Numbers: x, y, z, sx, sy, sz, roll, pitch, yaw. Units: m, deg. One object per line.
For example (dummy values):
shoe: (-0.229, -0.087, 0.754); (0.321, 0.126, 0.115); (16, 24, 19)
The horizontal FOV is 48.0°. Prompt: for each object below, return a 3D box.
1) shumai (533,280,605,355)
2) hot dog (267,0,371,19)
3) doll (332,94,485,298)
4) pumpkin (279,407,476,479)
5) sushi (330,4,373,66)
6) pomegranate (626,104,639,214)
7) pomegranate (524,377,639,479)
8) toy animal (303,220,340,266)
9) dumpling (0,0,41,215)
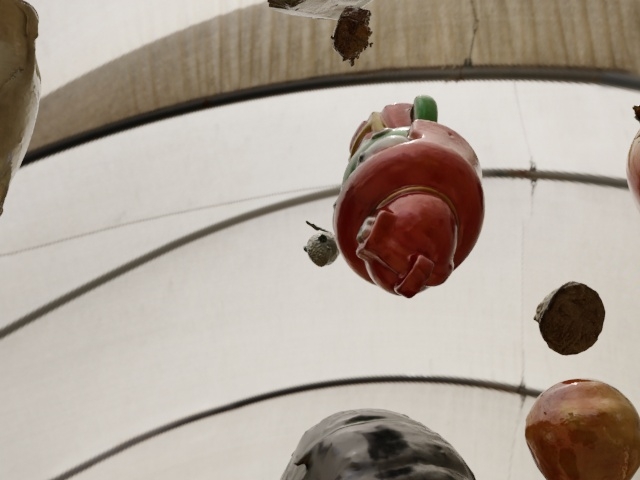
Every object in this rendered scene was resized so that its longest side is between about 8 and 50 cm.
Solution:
shumai: (0.488, 0.142, 1.414); (0.123, 0.105, 0.139); (8, -56, 2)
hot dog: (0.011, -0.447, 1.252); (0.162, 0.270, 0.082); (-20, -90, 29)
doll: (0.098, -0.038, 0.797); (0.160, 0.363, 0.183); (29, -64, -8)
pumpkin: (0.081, 0.317, 0.728); (0.295, 0.296, 0.296); (22, -35, 16)
sushi: (0.054, -0.324, 1.146); (0.060, 0.061, 0.118); (41, -15, 13)
pomegranate: (0.526, -0.105, 1.000); (0.210, 0.210, 0.235); (90, -19, -46)
pomegranate: (0.459, 0.343, 1.251); (0.209, 0.209, 0.209); (22, -35, 16)
toy animal: (0.009, 0.001, 1.617); (0.070, 0.253, 0.079); (-37, -77, 12)
dumpling: (-0.544, -0.196, 1.025); (0.260, 0.181, 0.341); (16, -53, -13)
